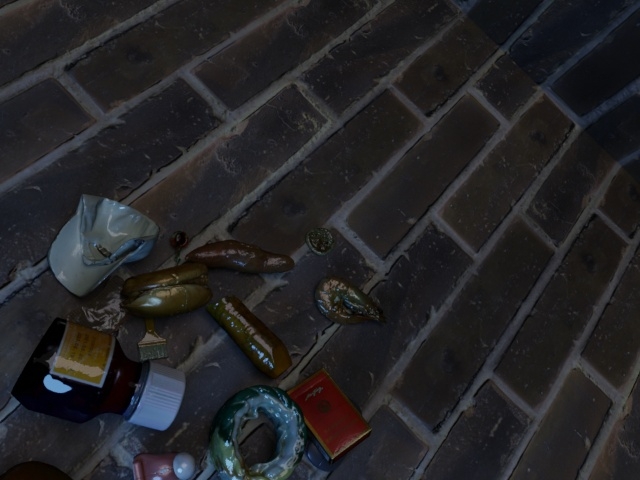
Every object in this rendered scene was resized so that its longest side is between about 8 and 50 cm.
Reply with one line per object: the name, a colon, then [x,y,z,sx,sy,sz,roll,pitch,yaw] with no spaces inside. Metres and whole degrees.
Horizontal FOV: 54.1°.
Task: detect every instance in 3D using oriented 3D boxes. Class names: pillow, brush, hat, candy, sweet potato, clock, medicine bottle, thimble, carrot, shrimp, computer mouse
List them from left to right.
medicine bottle: [-0.562,0.373,1.631,0.395,0.242,0.242,29,59,-23]
pillow: [-0.613,0.207,1.787,0.135,0.034,0.211,45,60,-3]
hat: [-0.621,0.031,1.814,0.258,0.168,0.301,34,82,19]
brush: [-0.499,0.249,1.830,0.083,0.011,0.205,-5,69,-23]
clock: [-0.406,0.592,1.634,0.162,0.166,0.092,-6,70,-18]
candy: [-0.440,0.059,1.927,0.056,0.049,0.184,6,74,-13]
sweet potato: [-0.256,0.049,1.973,0.355,0.095,0.106,6,21,-22]
carrot: [-0.209,0.283,1.882,0.302,0.114,0.114,47,59,4]
thimble: [-0.179,0.552,1.742,0.254,0.167,0.288,33,59,-6]
computer mouse: [0.045,0.576,1.889,0.120,0.057,0.232,36,59,-4]
shrimp: [0.103,0.217,2.070,0.267,0.061,0.145,29,69,-13]

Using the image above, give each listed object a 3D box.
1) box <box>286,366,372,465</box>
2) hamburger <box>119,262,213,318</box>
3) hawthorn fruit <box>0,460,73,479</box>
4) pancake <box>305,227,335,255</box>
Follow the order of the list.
box: [0.018,0.514,1.844,0.153,0.074,0.240,-32,63,-20]
hamburger: [-0.429,0.148,1.806,0.283,0.157,0.144,-10,87,-38]
hawthorn fruit: [-0.688,0.642,1.444,0.301,0.268,0.268,45,59,5]
pancake: [0.001,0.000,2.146,0.108,0.017,0.108,8,69,-21]
